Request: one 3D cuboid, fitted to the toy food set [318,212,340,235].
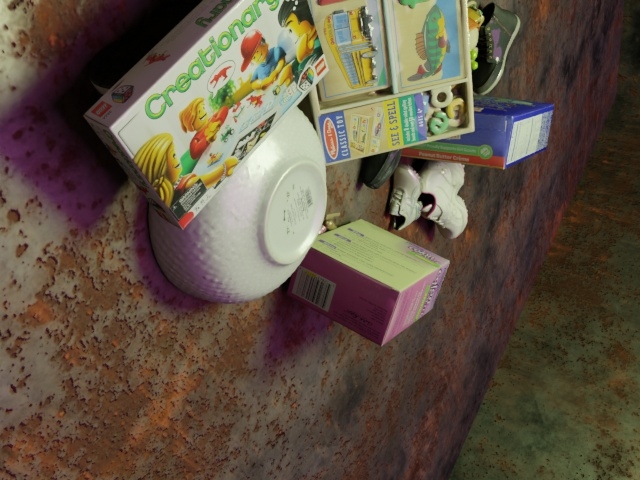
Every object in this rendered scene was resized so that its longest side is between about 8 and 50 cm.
[{"bbox_3d":[0.000,0.000,1.356,0.078,0.019,0.122,-12,124,-60],"label":"toy food set"}]

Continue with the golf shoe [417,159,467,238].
[{"bbox_3d":[0.290,-0.095,1.739,0.140,0.115,0.306,-39,141,-16],"label":"golf shoe"}]

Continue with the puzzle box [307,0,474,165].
[{"bbox_3d":[0.096,-0.338,1.084,0.052,0.272,0.408,-113,-170,-61],"label":"puzzle box"}]

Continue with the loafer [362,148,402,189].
[{"bbox_3d":[0.134,-0.215,1.418,0.078,0.076,0.223,15,103,-41],"label":"loafer"}]

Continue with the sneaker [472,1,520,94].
[{"bbox_3d":[0.423,-0.496,1.782,0.118,0.083,0.222,11,103,-42],"label":"sneaker"}]

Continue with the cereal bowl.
[{"bbox_3d":[-0.092,-0.057,1.045,0.339,0.141,0.338,-33,131,-48],"label":"cereal bowl"}]

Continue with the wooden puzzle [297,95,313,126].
[{"bbox_3d":[-0.021,-0.223,1.209,0.116,0.014,0.078,-38,131,-46],"label":"wooden puzzle"}]

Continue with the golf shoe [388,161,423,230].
[{"bbox_3d":[0.190,-0.096,1.587,0.086,0.069,0.176,-46,141,-29],"label":"golf shoe"}]

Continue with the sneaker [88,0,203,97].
[{"bbox_3d":[-0.165,-0.235,0.883,0.283,0.107,0.124,-46,148,-26],"label":"sneaker"}]

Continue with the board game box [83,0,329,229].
[{"bbox_3d":[-0.119,-0.183,0.832,0.305,0.053,0.193,-51,149,-17],"label":"board game box"}]

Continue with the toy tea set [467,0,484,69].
[{"bbox_3d":[0.280,-0.394,1.451,0.200,0.124,0.336,-49,168,35],"label":"toy tea set"}]

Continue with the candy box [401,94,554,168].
[{"bbox_3d":[0.349,-0.256,1.565,0.317,0.268,0.122,-22,120,-54],"label":"candy box"}]

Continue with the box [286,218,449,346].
[{"bbox_3d":[0.096,0.071,1.330,0.243,0.214,0.117,-23,133,-57],"label":"box"}]
